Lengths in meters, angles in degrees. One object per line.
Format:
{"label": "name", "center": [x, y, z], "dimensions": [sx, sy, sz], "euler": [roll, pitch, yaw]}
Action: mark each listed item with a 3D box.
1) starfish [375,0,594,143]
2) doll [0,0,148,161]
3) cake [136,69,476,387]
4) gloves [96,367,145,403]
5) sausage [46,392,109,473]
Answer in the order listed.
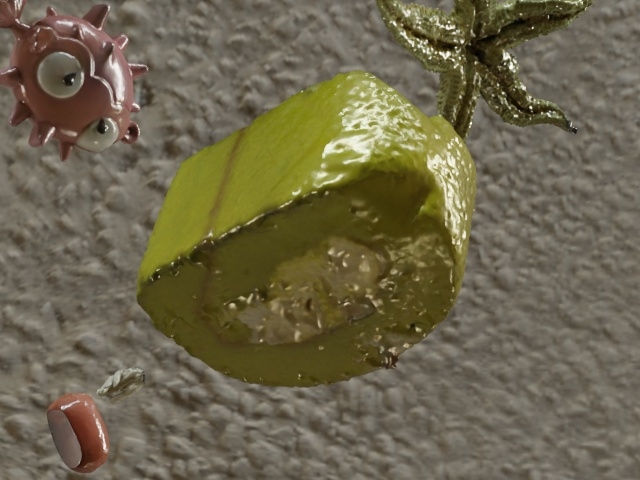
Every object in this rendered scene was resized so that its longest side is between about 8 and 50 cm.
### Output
{"label": "starfish", "center": [0.181, -0.224, 1.233], "dimensions": [0.347, 0.078, 0.357], "euler": [-22, 123, -29]}
{"label": "doll", "center": [-0.327, -0.214, 1.463], "dimensions": [0.211, 0.093, 0.262], "euler": [-55, 126, -27]}
{"label": "cake", "center": [0.000, 0.000, 0.852], "dimensions": [0.179, 0.260, 0.156], "euler": [41, 42, -32]}
{"label": "gloves", "center": [-0.271, 0.200, 1.565], "dimensions": [0.081, 0.037, 0.044], "euler": [-10, 91, -38]}
{"label": "sausage", "center": [-0.273, 0.218, 1.289], "dimensions": [0.054, 0.059, 0.094], "euler": [-11, 75, -61]}
